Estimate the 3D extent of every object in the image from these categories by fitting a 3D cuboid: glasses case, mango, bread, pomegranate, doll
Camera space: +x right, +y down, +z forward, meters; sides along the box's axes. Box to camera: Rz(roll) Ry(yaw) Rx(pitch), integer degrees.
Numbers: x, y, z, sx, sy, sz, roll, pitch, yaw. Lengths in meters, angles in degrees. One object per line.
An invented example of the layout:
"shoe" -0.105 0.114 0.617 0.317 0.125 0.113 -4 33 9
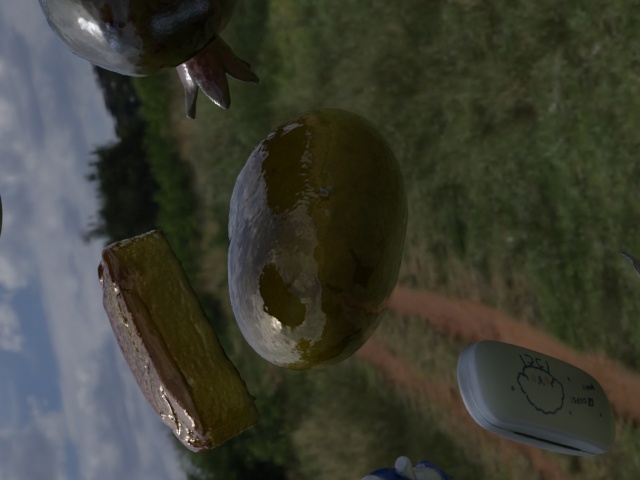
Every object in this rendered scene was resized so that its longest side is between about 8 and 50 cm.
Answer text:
"glasses case" 0.188 0.137 1.008 0.197 0.049 0.076 22 -129 -39
"mango" 0.000 0.000 1.391 0.445 0.220 0.301 -110 35 -76
"bread" -0.151 0.100 1.195 0.245 0.094 0.102 59 159 23
"pomegranate" -0.220 -0.337 1.567 0.323 0.290 0.291 56 -163 -55
"doll" 0.077 0.241 1.114 0.057 0.143 0.099 40 122 38

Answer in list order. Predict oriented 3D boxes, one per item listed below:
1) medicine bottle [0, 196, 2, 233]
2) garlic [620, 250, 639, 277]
"medicine bottle" -0.453 0.037 1.222 0.161 0.111 0.296 -65 -4 30
"garlic" 0.478 0.062 1.253 0.151 0.338 0.196 37 -130 -34
